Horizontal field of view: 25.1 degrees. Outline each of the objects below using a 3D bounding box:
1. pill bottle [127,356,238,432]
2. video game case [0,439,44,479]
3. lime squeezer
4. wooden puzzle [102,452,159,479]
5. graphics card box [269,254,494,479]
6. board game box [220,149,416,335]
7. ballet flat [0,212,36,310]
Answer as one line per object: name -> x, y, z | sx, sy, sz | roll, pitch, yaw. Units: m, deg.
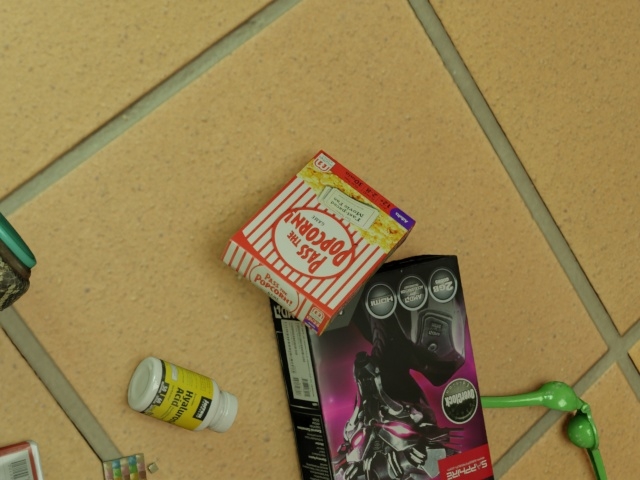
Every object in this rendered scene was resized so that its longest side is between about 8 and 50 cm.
pill bottle -> -0.155, 0.179, 1.638 | 0.116, 0.065, 0.065 | 23, 78, -28
video game case -> -0.416, 0.343, 1.509 | 0.285, 0.025, 0.204 | -12, 96, -30
lime squeezer -> 0.325, 0.258, 1.920 | 0.310, 0.059, 0.110 | 40, 71, -25
wooden puzzle -> -0.222, 0.270, 1.632 | 0.083, 0.006, 0.049 | -9, 94, -30
graphics card box -> 0.084, 0.216, 1.760 | 0.232, 0.094, 0.371 | -11, 94, -29
board game box -> 0.000, 0.000, 1.676 | 0.146, 0.045, 0.193 | 37, 51, 7
ballet flat -> -0.472, -0.110, 1.419 | 0.182, 0.164, 0.483 | -31, 107, -6
